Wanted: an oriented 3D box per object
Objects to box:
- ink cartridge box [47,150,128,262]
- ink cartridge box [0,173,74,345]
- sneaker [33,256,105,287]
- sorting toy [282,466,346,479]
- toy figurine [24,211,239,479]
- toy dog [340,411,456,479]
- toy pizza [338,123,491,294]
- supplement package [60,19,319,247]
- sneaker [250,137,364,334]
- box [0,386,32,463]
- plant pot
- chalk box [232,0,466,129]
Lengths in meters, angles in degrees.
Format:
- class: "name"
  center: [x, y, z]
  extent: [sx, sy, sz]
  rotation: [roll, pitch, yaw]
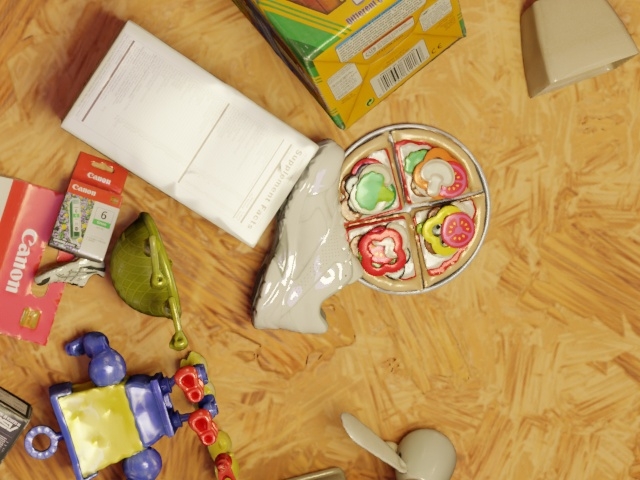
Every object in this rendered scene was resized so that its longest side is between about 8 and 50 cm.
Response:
- class: "ink cartridge box"
  center: [-0.255, -0.039, 1.675]
  extent: [0.063, 0.029, 0.115]
  rotation: [19, 79, -11]
- class: "ink cartridge box"
  center: [-0.387, 0.010, 1.664]
  extent: [0.225, 0.056, 0.181]
  rotation: [18, 96, -10]
- class: "sneaker"
  center: [-0.279, 0.039, 1.689]
  extent: [0.083, 0.032, 0.037]
  rotation: [-21, 108, -20]
- class: "sorting toy"
  center: [-0.037, 0.379, 1.774]
  extent: [0.348, 0.047, 0.196]
  rotation: [-13, 100, -7]
- class: "toy figurine"
  center: [-0.231, 0.174, 1.650]
  extent: [0.217, 0.191, 0.362]
  rotation: [-17, 99, -2]
- class: "toy dog"
  center: [0.027, 0.306, 1.665]
  extent: [0.161, 0.334, 0.220]
  rotation: [14, 94, 19]
- class: "toy pizza"
  center: [0.102, -0.034, 1.747]
  extent: [0.201, 0.032, 0.201]
  rotation: [-1, 98, -9]
- class: "supplement package"
  center: [-0.145, -0.116, 1.642]
  extent: [0.244, 0.134, 0.139]
  rotation: [33, 91, -12]
- class: "sneaker"
  center: [0.000, 0.000, 1.710]
  extent: [0.115, 0.090, 0.232]
  rotation: [15, 104, -10]
- class: "box"
  center: [-0.512, 0.211, 1.658]
  extent: [0.307, 0.076, 0.242]
  rotation: [33, 92, -12]
- class: "plant pot"
  center: [0.284, -0.231, 1.716]
  extent: [0.109, 0.109, 0.096]
  rotation: [-19, 89, -6]
- class: "chalk box"
  center: [-0.009, -0.298, 1.589]
  extent: [0.180, 0.179, 0.289]
  rotation: [-38, 67, -3]
